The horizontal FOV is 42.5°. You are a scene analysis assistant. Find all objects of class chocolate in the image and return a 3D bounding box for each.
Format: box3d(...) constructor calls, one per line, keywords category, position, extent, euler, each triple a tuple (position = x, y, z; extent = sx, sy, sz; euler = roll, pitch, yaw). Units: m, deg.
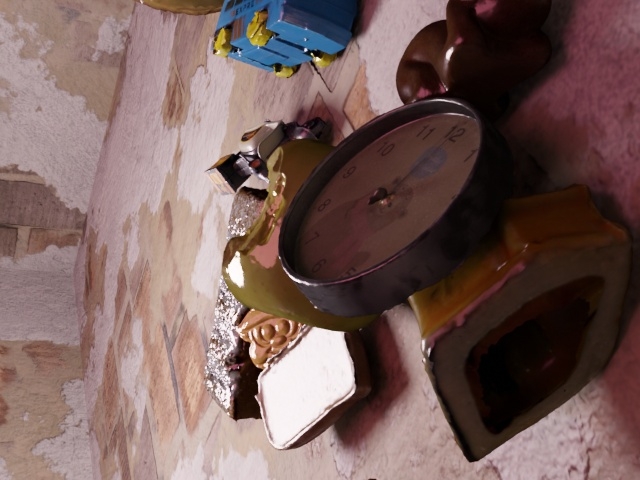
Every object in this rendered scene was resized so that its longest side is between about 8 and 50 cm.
box3d(category="chocolate", position=(0.000, 0.222, 1.282), extent=(0.261, 0.083, 0.161), euler=(-45, 46, 40))

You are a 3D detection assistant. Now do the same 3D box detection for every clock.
box3d(category="clock", position=(0.073, -0.044, 0.887), extent=(0.281, 0.055, 0.280), euler=(-31, 32, 22))

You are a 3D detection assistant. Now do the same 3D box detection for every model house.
box3d(category="model house", position=(0.189, 0.047, 0.869), extent=(0.268, 0.173, 0.239), euler=(-40, 28, 15))

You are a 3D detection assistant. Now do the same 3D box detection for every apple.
box3d(category="apple", position=(0.000, 0.000, 1.136), extent=(0.279, 0.279, 0.279), euler=(-21, 66, 62))

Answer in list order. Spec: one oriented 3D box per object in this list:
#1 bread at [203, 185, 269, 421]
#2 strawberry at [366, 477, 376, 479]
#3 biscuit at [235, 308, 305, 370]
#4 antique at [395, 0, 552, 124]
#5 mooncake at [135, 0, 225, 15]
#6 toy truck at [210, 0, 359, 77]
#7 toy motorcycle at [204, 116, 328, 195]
box3d(category="bread", position=(-0.128, 0.112, 1.539), extent=(0.165, 0.113, 0.416), euler=(20, 102, 62))
box3d(category="strawberry", position=(0.064, 0.418, 1.136), extent=(0.208, 0.087, 0.167), euler=(93, -165, -72))
box3d(category="biscuit", position=(-0.064, 0.167, 1.405), extent=(0.162, 0.035, 0.250), euler=(-28, 78, 28))
box3d(category="antique", position=(0.174, -0.222, 0.969), extent=(0.257, 0.121, 0.143), euler=(129, 148, -60))
box3d(category="mooncake", position=(-0.279, -0.647, 1.673), extent=(0.246, 0.394, 0.393), euler=(-56, 40, 48))
box3d(category="toy truck", position=(-0.074, -0.396, 1.474), extent=(0.385, 0.161, 0.162), euler=(12, 87, 66))
box3d(category="toy motorcycle", position=(-0.093, -0.155, 1.479), extent=(0.157, 0.091, 0.263), euler=(-47, 21, -23))
